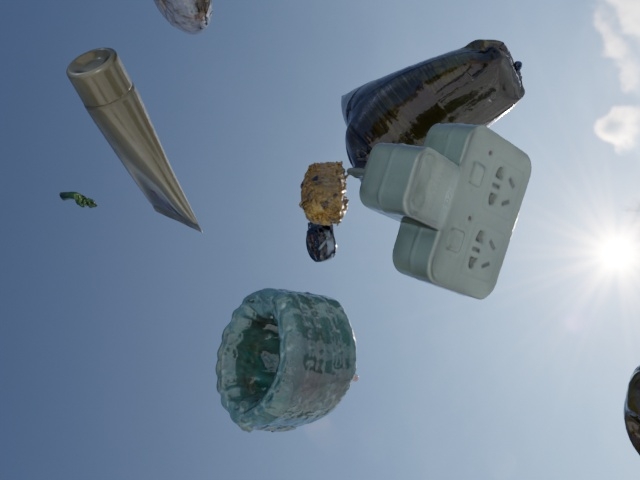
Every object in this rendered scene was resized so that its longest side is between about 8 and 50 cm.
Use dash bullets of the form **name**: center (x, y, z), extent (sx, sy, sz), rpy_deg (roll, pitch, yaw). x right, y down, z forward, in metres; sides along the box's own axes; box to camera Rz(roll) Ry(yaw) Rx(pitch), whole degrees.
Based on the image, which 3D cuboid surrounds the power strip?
- **power strip**: center (0.161, -0.056, 0.900), extent (0.260, 0.141, 0.230), rpy_deg (19, -93, -40)

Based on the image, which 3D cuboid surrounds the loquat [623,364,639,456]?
- **loquat**: center (0.484, 0.197, 0.757), extent (0.227, 0.179, 0.179), rpy_deg (-21, -68, -2)

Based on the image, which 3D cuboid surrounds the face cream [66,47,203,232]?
- **face cream**: center (-0.303, -0.152, 1.055), extent (0.084, 0.137, 0.341), rpy_deg (-49, -39, -28)

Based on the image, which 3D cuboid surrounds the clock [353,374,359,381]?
- **clock**: center (0.007, 0.330, 1.647), extent (0.080, 0.176, 0.117), rpy_deg (-52, -53, -56)

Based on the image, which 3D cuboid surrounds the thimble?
- **thimble**: center (-0.058, 0.192, 0.982), extent (0.143, 0.198, 0.235), rpy_deg (12, -82, -39)

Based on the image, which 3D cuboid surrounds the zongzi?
- **zongzi**: center (0.217, -0.337, 1.408), extent (0.208, 0.403, 0.432), rpy_deg (41, -157, -33)

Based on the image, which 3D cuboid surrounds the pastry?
- **pastry**: center (0.005, -0.076, 1.005), extent (0.140, 0.079, 0.056), rpy_deg (-76, -22, -52)

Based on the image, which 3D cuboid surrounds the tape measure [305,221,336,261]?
- **tape measure**: center (0.000, 0.002, 1.444), extent (0.054, 0.091, 0.095), rpy_deg (-10, -81, -25)

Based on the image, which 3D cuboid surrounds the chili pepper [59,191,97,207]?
- **chili pepper**: center (-0.449, -0.077, 1.166), extent (0.022, 0.083, 0.027), rpy_deg (-34, -44, -59)

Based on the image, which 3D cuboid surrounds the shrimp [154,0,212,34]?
- **shrimp**: center (-0.258, -0.463, 1.018), extent (0.116, 0.343, 0.145), rpy_deg (-32, -31, 3)
